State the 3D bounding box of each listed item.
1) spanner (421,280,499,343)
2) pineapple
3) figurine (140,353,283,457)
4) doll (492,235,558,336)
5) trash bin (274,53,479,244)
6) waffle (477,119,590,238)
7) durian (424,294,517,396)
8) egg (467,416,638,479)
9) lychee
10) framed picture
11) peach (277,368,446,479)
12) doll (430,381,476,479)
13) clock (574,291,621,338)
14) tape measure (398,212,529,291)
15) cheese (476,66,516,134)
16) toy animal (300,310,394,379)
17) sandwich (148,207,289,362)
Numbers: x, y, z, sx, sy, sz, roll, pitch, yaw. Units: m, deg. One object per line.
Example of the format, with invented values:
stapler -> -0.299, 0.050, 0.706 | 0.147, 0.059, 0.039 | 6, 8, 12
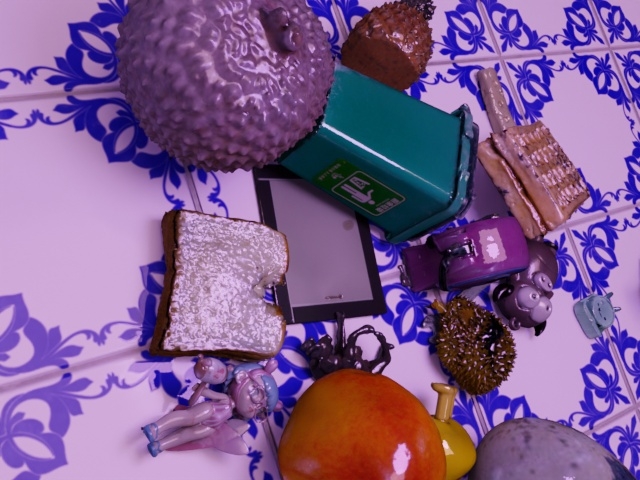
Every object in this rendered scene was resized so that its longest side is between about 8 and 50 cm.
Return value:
spanner -> 0.335, 0.137, 1.638 | 0.302, 0.017, 0.071 | -36, 94, -33
pineapple -> 0.181, -0.496, 1.674 | 0.202, 0.202, 0.362 | 37, 48, -14
figurine -> -0.191, 0.276, 1.234 | 0.260, 0.103, 0.205 | -20, 110, -29
doll -> 0.499, 0.102, 1.685 | 0.182, 0.117, 0.257 | 38, 56, -21
trash bin -> 0.126, -0.202, 1.476 | 0.381, 0.259, 0.295 | 25, 60, -24
waffle -> 0.516, -0.160, 1.705 | 0.261, 0.114, 0.376 | 57, 31, 6
durian -> 0.340, 0.214, 1.532 | 0.237, 0.138, 0.193 | 48, 59, -12
egg -> 0.468, 0.552, 1.383 | 0.345, 0.345, 0.428 | -18, 67, -33
lychee -> -0.176, -0.310, 1.255 | 0.380, 0.432, 0.380 | 5, 81, -39
framed picture -> 0.000, 0.000, 1.496 | 0.265, 0.016, 0.346 | -4, 75, -31
peach -> 0.080, 0.370, 1.237 | 0.289, 0.308, 0.288 | 6, 70, -17
doll -> 0.227, 0.466, 1.394 | 0.199, 0.145, 0.362 | 29, 70, -68
clock -> 0.719, 0.184, 1.825 | 0.135, 0.041, 0.101 | -27, 88, -33
tape measure -> 0.324, 0.027, 1.543 | 0.245, 0.231, 0.149 | -7, 77, -33
cheese -> 0.463, -0.364, 1.867 | 0.065, 0.043, 0.193 | -13, 82, -27
toy animal -> 0.069, 0.241, 1.427 | 0.233, 0.084, 0.148 | 35, 79, -22
sandwich -> -0.179, 0.086, 1.313 | 0.249, 0.095, 0.273 | 10, 70, -24
